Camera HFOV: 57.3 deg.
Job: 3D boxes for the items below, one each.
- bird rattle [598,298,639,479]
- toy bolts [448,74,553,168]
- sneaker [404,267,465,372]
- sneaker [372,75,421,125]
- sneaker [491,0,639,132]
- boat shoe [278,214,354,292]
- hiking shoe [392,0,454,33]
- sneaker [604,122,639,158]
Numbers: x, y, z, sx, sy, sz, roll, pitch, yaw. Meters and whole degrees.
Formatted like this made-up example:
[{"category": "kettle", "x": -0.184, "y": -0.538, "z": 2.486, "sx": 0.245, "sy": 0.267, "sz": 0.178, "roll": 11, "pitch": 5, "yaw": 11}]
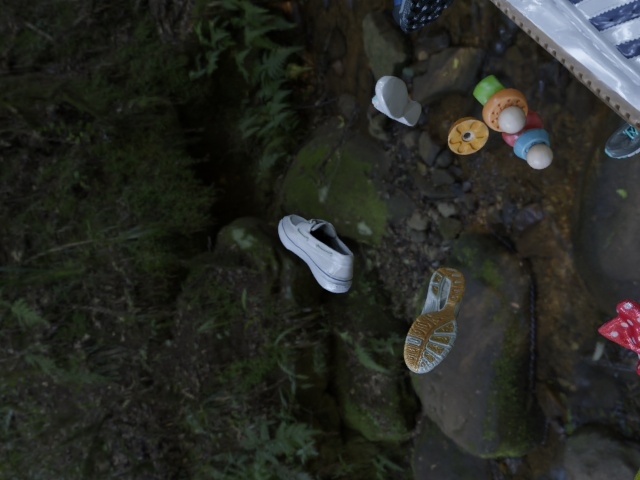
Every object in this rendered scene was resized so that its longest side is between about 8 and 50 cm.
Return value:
[{"category": "bird rattle", "x": 0.377, "y": 0.154, "z": 0.563, "sx": 0.207, "sy": 0.143, "sz": 0.253, "roll": 65, "pitch": -154, "yaw": -77}, {"category": "toy bolts", "x": 0.443, "y": -0.241, "z": 1.399, "sx": 0.218, "sy": 0.229, "sz": 0.158, "roll": -50, "pitch": 30, "yaw": 32}, {"category": "sneaker", "x": 0.083, "y": 0.061, "z": 0.412, "sx": 0.032, "sy": 0.083, "sz": 0.037, "roll": 19, "pitch": 148, "yaw": 20}, {"category": "sneaker", "x": 0.153, "y": -0.317, "z": 1.330, "sx": 0.094, "sy": 0.212, "sz": 0.080, "roll": 26, "pitch": 93, "yaw": 27}, {"category": "sneaker", "x": 0.228, "y": -0.136, "z": 0.337, "sx": 0.153, "sy": 0.099, "sz": 0.282, "roll": -49, "pitch": 57, "yaw": 26}, {"category": "boat shoe", "x": 0.000, "y": 0.000, "z": 1.019, "sx": 0.226, "sy": 0.083, "sz": 0.075, "roll": 45, "pitch": 125, "yaw": 46}, {"category": "hiking shoe", "x": 0.148, "y": -0.444, "z": 0.823, "sx": 0.132, "sy": 0.113, "sz": 0.304, "roll": 54, "pitch": 156, "yaw": 26}, {"category": "sneaker", "x": 0.603, "y": -0.222, "z": 1.090, "sx": 0.076, "sy": 0.166, "sz": 0.065, "roll": 30, "pitch": -154, "yaw": -54}]
